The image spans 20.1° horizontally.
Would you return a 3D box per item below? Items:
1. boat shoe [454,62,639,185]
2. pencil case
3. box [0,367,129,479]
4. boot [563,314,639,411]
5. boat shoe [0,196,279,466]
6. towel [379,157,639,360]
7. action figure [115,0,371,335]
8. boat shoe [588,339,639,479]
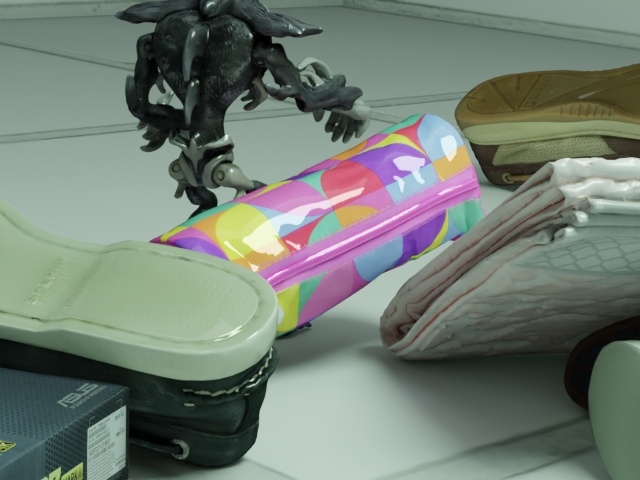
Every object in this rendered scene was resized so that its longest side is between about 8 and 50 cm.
[{"bbox_3d":[0.296,-0.092,1.743,0.342,0.123,0.123,0,34,32],"label":"boat shoe"},{"bbox_3d":[0.000,0.000,1.162,0.236,0.104,0.104,-29,29,-30],"label":"pencil case"},{"bbox_3d":[-0.221,0.112,0.866,0.183,0.059,0.233,6,13,19],"label":"box"},{"bbox_3d":[0.256,0.096,1.081,0.106,0.082,0.219,26,-17,-40],"label":"boot"},{"bbox_3d":[-0.178,0.050,1.037,0.340,0.113,0.127,10,35,19],"label":"boat shoe"},{"bbox_3d":[0.237,0.019,1.117,0.332,0.053,0.317,0,-16,-15],"label":"towel"},{"bbox_3d":[-0.061,-0.079,1.258,0.164,0.275,0.141,8,11,22],"label":"action figure"},{"bbox_3d":[0.218,0.117,0.932,0.081,0.079,0.227,4,17,-24],"label":"boat shoe"}]
